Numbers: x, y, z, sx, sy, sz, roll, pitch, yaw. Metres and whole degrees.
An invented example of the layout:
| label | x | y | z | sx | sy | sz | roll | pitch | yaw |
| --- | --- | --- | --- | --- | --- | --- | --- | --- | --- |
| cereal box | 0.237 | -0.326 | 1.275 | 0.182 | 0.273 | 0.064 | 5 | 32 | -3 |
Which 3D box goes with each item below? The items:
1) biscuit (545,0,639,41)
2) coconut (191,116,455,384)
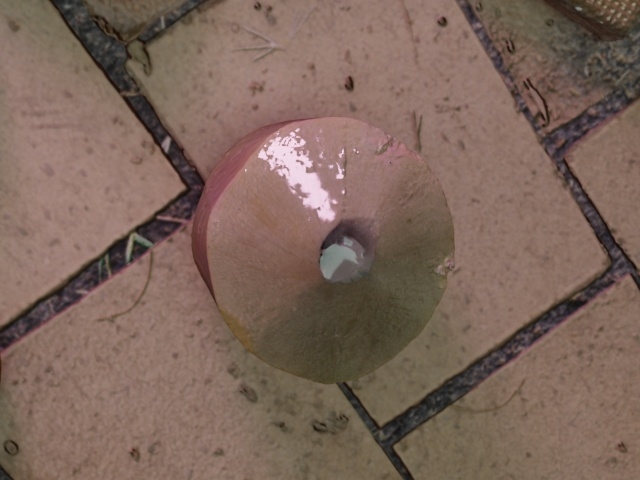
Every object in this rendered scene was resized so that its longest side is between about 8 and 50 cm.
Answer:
| label | x | y | z | sx | sy | sz | roll | pitch | yaw |
| --- | --- | --- | --- | --- | --- | --- | --- | --- | --- |
| biscuit | 0.232 | -0.299 | 1.141 | 0.239 | 0.062 | 0.108 | 27 | 94 | -14 |
| coconut | 0.000 | 0.000 | 1.053 | 0.239 | 0.244 | 0.239 | -2 | 101 | -11 |
